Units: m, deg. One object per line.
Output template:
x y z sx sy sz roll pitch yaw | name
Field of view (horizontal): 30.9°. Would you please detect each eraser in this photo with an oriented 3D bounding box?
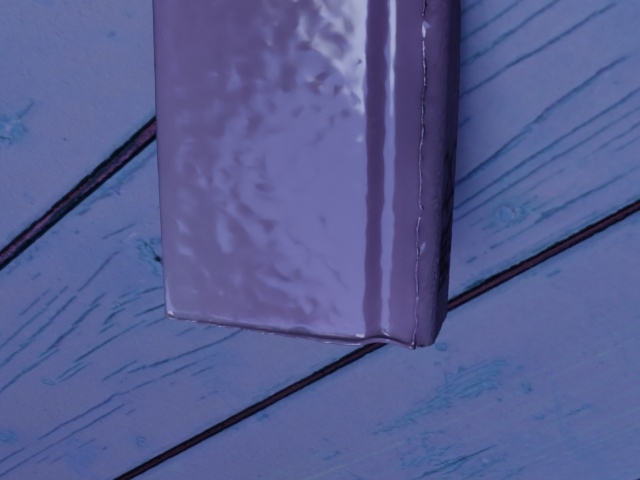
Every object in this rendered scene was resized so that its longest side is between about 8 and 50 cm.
-0.013 -0.092 1.075 0.272 0.122 0.359 5 112 15 | eraser
